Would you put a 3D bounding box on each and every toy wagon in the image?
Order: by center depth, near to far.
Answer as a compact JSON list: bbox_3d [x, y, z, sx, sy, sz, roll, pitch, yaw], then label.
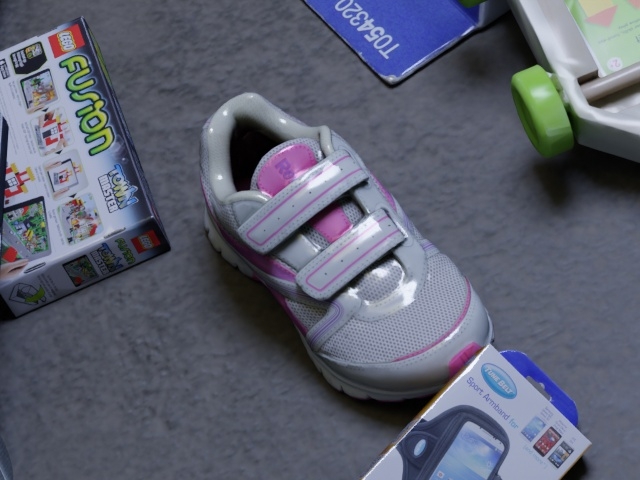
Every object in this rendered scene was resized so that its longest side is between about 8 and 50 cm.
[{"bbox_3d":[0.238,-0.138,1.212,0.267,0.068,0.344,-23,66,-2],"label":"toy wagon"}]

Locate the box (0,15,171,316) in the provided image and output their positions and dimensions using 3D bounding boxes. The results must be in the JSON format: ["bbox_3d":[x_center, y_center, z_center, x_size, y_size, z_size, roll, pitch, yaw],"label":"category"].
[{"bbox_3d":[-0.182,-0.054,1.340,0.114,0.036,0.207,-23,50,1],"label":"box"}]

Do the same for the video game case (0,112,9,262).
[{"bbox_3d":[-0.293,0.052,1.204,0.196,0.026,0.274,-3,67,4],"label":"video game case"}]

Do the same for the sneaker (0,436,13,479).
[{"bbox_3d":[-0.232,0.099,1.228,0.061,0.054,0.152,-20,50,7],"label":"sneaker"}]

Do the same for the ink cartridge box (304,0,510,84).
[{"bbox_3d":[0.092,-0.302,1.419,0.330,0.071,0.324,-34,51,-10],"label":"ink cartridge box"}]

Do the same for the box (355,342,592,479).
[{"bbox_3d":[0.085,0.121,1.092,0.081,0.028,0.136,44,75,1],"label":"box"}]

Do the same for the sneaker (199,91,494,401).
[{"bbox_3d":[0.000,0.000,1.186,0.103,0.111,0.252,-41,52,-14],"label":"sneaker"}]
